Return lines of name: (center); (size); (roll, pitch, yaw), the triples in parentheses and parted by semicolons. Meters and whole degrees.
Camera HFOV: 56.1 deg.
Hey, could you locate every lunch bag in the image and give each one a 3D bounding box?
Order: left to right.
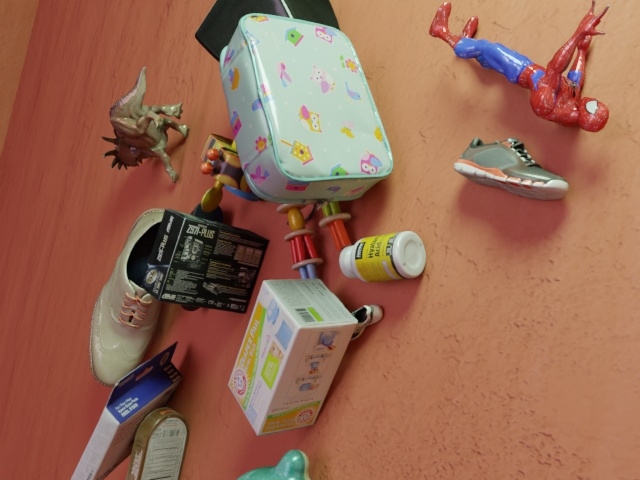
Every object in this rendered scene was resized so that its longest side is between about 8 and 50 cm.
lunch bag: (-0.017, -0.184, 0.883); (0.108, 0.224, 0.279); (-33, 68, 50)

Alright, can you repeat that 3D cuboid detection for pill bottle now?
pill bottle: (0.084, 0.025, 0.843); (0.116, 0.065, 0.065); (-11, 71, 45)

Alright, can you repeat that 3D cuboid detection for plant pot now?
plant pot: (-0.070, -0.348, 1.046); (0.187, 0.188, 0.167); (-46, 63, 28)

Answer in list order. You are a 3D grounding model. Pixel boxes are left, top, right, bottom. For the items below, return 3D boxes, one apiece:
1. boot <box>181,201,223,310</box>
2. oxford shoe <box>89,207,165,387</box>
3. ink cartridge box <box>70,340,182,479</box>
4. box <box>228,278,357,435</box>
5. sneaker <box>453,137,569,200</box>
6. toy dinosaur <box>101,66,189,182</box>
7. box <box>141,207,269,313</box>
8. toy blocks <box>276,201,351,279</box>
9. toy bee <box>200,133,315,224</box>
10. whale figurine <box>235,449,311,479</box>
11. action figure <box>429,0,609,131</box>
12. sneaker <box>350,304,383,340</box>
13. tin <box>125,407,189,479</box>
boot: (-0.246, 0.028, 1.211); (0.106, 0.082, 0.219); (-168, 91, -68)
oxford shoe: (-0.393, 0.123, 1.244); (0.146, 0.140, 0.397); (-162, 87, -74)
ink cartridge box: (-0.345, 0.322, 1.123); (0.045, 0.223, 0.224); (30, 107, 9)
box: (-0.046, 0.170, 0.886); (0.114, 0.103, 0.203); (45, 124, 44)
sneaker: (0.231, -0.095, 0.726); (0.158, 0.061, 0.065); (27, 92, 47)
toy dinosaur: (-0.416, -0.248, 1.352); (0.200, 0.296, 0.127); (11, 56, 11)
box: (-0.202, 0.039, 1.061); (0.077, 0.180, 0.147); (23, 96, 48)
toy blocks: (0.000, 0.000, 0.950); (0.123, 0.054, 0.148); (-22, 77, 30)
toy bee: (-0.150, -0.143, 1.076); (0.298, 0.162, 0.195); (7, 82, 48)
whale figurine: (-0.044, 0.399, 0.816); (0.272, 0.141, 0.216); (-20, 64, 42)
action figure: (0.256, -0.236, 0.711); (0.139, 0.091, 0.280); (-59, 43, 30)
sneaker: (0.051, 0.117, 0.873); (0.083, 0.037, 0.032); (-45, 51, 31)
tin: (-0.304, 0.410, 1.119); (0.040, 0.106, 0.190); (9, 86, 42)
